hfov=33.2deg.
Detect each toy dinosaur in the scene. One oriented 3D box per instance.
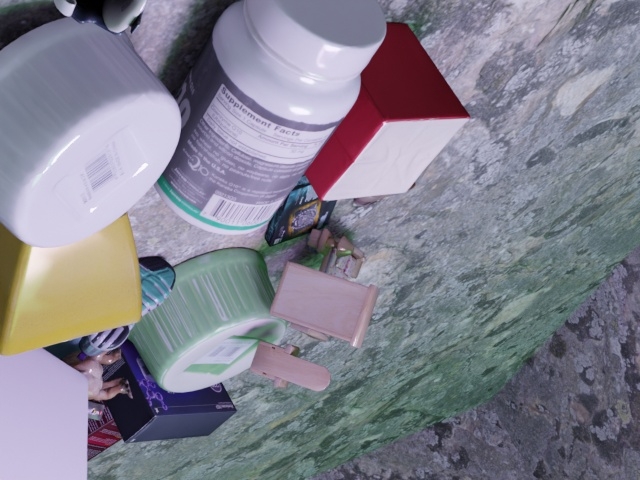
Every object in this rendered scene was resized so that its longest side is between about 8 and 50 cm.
[{"bbox_3d":[-0.451,0.246,1.928,0.200,0.127,0.295,-14,171,-11],"label":"toy dinosaur"}]

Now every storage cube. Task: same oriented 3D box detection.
[{"bbox_3d":[0.064,-0.191,1.584,0.215,0.193,0.183,-8,149,-43],"label":"storage cube"}]

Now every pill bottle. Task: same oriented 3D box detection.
[{"bbox_3d":[-0.074,-0.187,1.412,0.204,0.204,0.361,-9,150,-40],"label":"pill bottle"}]

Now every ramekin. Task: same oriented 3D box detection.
[{"bbox_3d":[-0.212,0.161,2.044,0.303,0.148,0.303,-25,157,-11],"label":"ramekin"},{"bbox_3d":[-0.299,-0.120,1.289,0.277,0.135,0.277,-41,164,-15],"label":"ramekin"}]

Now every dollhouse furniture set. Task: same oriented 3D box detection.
[{"bbox_3d":[0.042,0.158,2.060,0.355,0.174,0.303,37,72,-70],"label":"dollhouse furniture set"}]

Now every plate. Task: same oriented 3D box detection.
[{"bbox_3d":[-0.474,0.201,1.980,0.188,0.024,0.188,-24,157,-11],"label":"plate"}]

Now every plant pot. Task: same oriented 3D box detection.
[{"bbox_3d":[-0.370,-0.001,1.476,0.212,0.212,0.187,-14,140,-33],"label":"plant pot"}]

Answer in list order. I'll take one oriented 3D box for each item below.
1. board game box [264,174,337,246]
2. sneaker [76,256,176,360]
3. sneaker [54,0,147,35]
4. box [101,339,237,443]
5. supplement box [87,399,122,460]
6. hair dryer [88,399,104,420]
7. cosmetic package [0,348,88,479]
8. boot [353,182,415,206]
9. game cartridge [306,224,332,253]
[{"bbox_3d":[-0.026,-0.063,1.955,0.126,0.026,0.186,-19,155,-26],"label":"board game box"},{"bbox_3d":[-0.338,0.113,1.830,0.098,0.083,0.223,-35,-170,44],"label":"sneaker"},{"bbox_3d":[-0.194,-0.280,1.141,0.235,0.153,0.094,-8,150,-42],"label":"sneaker"},{"bbox_3d":[-0.315,0.301,2.168,0.103,0.184,0.261,-39,156,23],"label":"box"},{"bbox_3d":[-0.490,0.405,2.321,0.239,0.073,0.130,-33,156,6],"label":"supplement box"},{"bbox_3d":[-0.579,0.343,2.028,0.294,0.080,0.224,12,158,-40],"label":"hair dryer"},{"bbox_3d":[-0.587,0.334,1.539,0.394,0.327,0.329,-26,136,18],"label":"cosmetic package"},{"bbox_3d":[0.118,-0.095,2.054,0.087,0.042,0.118,-37,156,32],"label":"boot"},{"bbox_3d":[0.000,0.000,2.134,0.056,0.017,0.083,-26,157,0],"label":"game cartridge"}]
